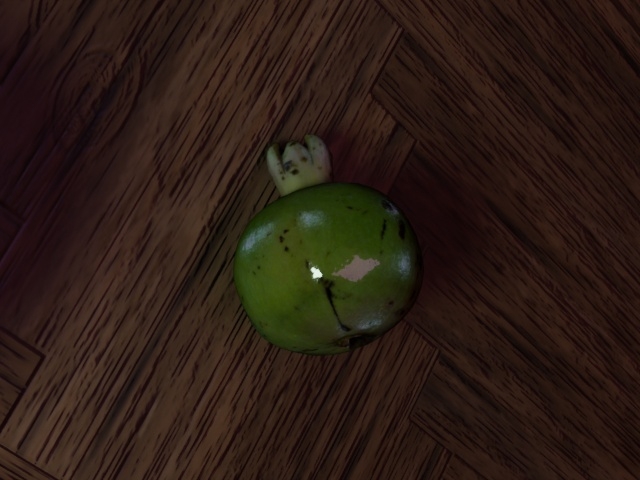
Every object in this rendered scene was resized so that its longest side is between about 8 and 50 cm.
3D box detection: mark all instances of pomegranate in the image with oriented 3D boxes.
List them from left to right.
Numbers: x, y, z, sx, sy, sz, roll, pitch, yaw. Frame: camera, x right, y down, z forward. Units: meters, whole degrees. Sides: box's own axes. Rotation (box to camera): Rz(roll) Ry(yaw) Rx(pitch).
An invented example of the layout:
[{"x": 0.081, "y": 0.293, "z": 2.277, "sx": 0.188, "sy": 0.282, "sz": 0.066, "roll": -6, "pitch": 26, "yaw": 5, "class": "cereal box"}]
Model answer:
[{"x": -0.008, "y": 0.013, "z": 1.245, "sx": 0.179, "sy": 0.210, "sz": 0.179, "roll": -30, "pitch": 145, "yaw": -24, "class": "pomegranate"}]
